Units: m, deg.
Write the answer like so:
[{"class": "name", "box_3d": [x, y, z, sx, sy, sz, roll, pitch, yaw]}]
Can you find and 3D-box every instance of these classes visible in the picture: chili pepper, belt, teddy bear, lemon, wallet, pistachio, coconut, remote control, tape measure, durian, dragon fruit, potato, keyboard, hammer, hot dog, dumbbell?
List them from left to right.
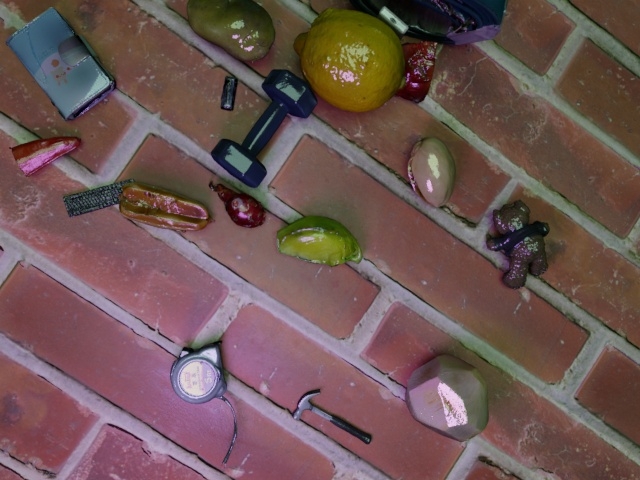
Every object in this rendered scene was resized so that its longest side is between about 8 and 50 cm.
[{"class": "chili pepper", "box_3d": [-0.726, -0.241, 1.262, 0.168, 0.065, 0.088, -25, 94, -9]}, {"class": "wallet", "box_3d": [-0.687, -0.469, 1.255, 0.176, 0.075, 0.250, -36, 95, -1]}, {"class": "keyboard", "box_3d": [-0.606, -0.118, 1.296, 0.195, 0.018, 0.060, -17, 95, -5]}, {"class": "hot dog", "box_3d": [-0.423, -0.086, 1.286, 0.269, 0.072, 0.109, 16, 98, -9]}, {"class": "tape measure", "box_3d": [-0.319, 0.452, 1.295, 0.163, 0.084, 0.331, -7, 90, -4]}, {"class": "remote control", "box_3d": [-0.259, -0.417, 1.331, 0.039, 0.014, 0.096, 9, 89, -6]}, {"class": "potato", "box_3d": [-0.240, -0.585, 1.271, 0.248, 0.144, 0.169, 23, 50, -1]}, {"class": "dragon fruit", "box_3d": [-0.238, -0.102, 1.301, 0.190, 0.094, 0.094, 35, 87, 0]}, {"class": "dumbbell", "box_3d": [-0.151, -0.306, 1.278, 0.156, 0.143, 0.316, 36, 88, -5]}, {"class": "durian", "box_3d": [0.000, 0.000, 1.323, 0.250, 0.101, 0.139, 3, 125, -6]}, {"class": "hammer", "box_3d": [0.046, 0.520, 1.366, 0.246, 0.029, 0.103, 30, 88, -7]}, {"class": "lemon", "box_3d": [0.079, -0.476, 1.250, 0.319, 0.245, 0.245, 23, 88, -1]}, {"class": "remote control", "box_3d": [0.186, -0.576, 1.288, 0.087, 0.190, 0.029, 38, 96, -5]}, {"class": "dragon fruit", "box_3d": [0.255, -0.476, 1.319, 0.120, 0.161, 0.127, 1, 79, -8]}, {"class": "belt", "box_3d": [0.286, -0.669, 1.244, 0.436, 0.300, 0.173, 19, 90, -9]}, {"class": "pistachio", "box_3d": [0.328, -0.198, 1.343, 0.145, 0.117, 0.201, -18, 93, -11]}, {"class": "coconut", "box_3d": [0.361, 0.430, 1.293, 0.197, 0.236, 0.237, 4, 90, -48]}, {"class": "teddy bear", "box_3d": [0.590, 0.010, 1.366, 0.181, 0.129, 0.252, -22, 93, -7]}]
